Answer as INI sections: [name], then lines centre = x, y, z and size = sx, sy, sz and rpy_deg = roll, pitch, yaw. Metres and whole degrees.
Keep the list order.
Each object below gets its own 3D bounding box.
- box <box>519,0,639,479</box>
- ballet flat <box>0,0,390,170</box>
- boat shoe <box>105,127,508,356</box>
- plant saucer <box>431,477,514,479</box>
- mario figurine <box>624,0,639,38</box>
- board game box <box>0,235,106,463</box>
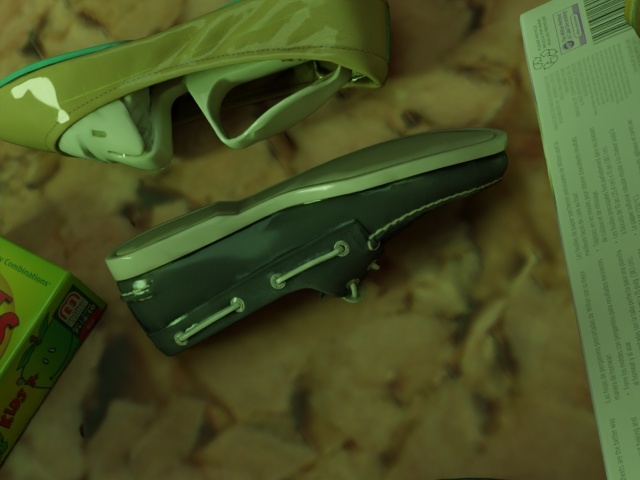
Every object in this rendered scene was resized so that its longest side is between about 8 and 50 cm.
[box]
centre = 0.140, 0.010, 0.735
size = 0.067, 0.063, 0.324
rpy_deg = -24, 40, 18
[ballet flat]
centre = -0.073, -0.076, 0.923
size = 0.232, 0.080, 0.073
rpy_deg = -19, 73, 16
[boat shoe]
centre = 0.000, 0.000, 0.871
size = 0.206, 0.075, 0.065
rpy_deg = -19, 101, 8
[plant saucer]
centre = 0.043, 0.242, 0.723
size = 0.317, 0.044, 0.318
rpy_deg = -10, 61, 19
[mario figurine]
centre = 0.291, -0.068, 0.730
size = 0.320, 0.170, 0.198
rpy_deg = 25, 91, 25
[board game box]
centre = -0.200, 0.083, 0.913
size = 0.092, 0.043, 0.181
rpy_deg = 25, 76, 32
